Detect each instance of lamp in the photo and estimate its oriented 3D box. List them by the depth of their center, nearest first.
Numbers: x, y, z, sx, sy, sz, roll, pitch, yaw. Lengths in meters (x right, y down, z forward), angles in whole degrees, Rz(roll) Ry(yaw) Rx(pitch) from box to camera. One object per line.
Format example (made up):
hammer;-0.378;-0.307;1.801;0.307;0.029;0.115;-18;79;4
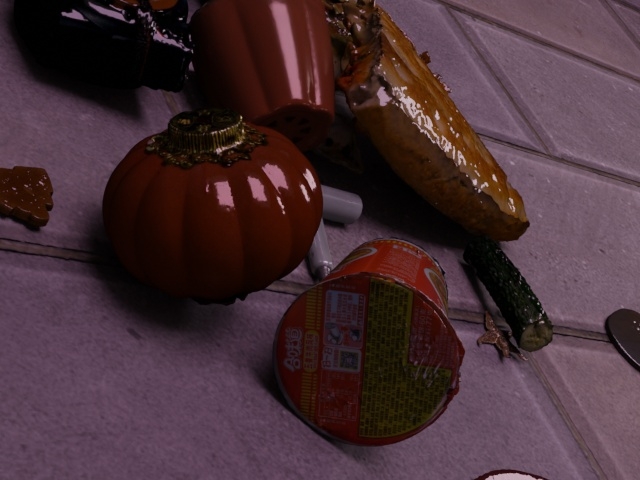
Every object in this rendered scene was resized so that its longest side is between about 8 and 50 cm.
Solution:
lamp;-0.108;-0.032;1.261;0.223;0.196;0.223;-3;28;2

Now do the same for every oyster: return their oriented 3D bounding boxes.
oyster;-0.008;-0.156;1.697;0.146;0.045;0.121;4;61;-19

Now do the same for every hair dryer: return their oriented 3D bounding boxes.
hair dryer;0.007;0.003;1.515;0.155;0.044;0.183;10;45;-40

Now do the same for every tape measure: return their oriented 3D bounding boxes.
tape measure;-0.258;-0.268;1.483;0.202;0.135;0.222;11;36;-26

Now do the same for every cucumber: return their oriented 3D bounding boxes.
cucumber;0.251;0.065;1.671;0.058;0.058;0.187;17;31;-36

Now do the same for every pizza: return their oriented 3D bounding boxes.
pizza;0.117;-0.187;1.780;0.440;0.130;0.406;38;23;-46

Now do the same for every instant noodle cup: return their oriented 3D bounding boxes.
instant noodle cup;0.065;0.088;1.328;0.193;0.193;0.212;39;21;-3

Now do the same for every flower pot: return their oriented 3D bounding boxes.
flower pot;-0.062;-0.205;1.585;0.191;0.191;0.173;10;51;-42

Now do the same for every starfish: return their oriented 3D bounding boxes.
starfish;0.229;0.124;1.625;0.092;0.016;0.086;-1;42;-47

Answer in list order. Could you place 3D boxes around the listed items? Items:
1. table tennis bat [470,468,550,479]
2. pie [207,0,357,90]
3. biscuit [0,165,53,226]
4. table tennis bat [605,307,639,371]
table tennis bat;0.307;0.379;1.327;0.415;0.051;0.268;26;32;-21
pie;-0.045;-0.352;1.901;0.339;0.077;0.339;30;30;-19
biscuit;-0.298;-0.050;1.245;0.082;0.016;0.092;32;28;-5
table tennis bat;0.509;0.150;1.915;0.131;0.022;0.234;49;32;18
